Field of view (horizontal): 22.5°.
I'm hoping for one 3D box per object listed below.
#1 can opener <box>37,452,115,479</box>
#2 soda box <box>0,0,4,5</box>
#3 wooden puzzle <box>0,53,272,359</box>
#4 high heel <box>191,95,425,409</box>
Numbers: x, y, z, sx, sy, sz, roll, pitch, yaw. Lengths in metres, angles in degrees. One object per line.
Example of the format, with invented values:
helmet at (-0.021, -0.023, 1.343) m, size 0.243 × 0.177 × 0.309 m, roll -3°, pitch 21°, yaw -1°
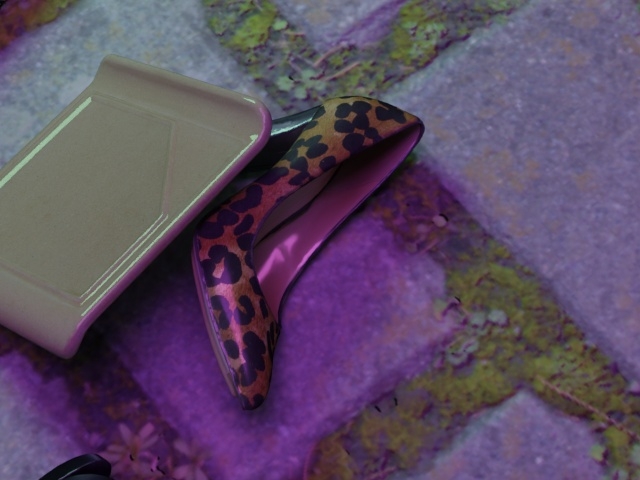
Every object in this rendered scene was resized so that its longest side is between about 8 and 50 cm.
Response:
can opener at (-0.213, 0.227, 1.137) m, size 0.186 × 0.073 × 0.059 m, roll -41°, pitch 107°, yaw -13°
soda box at (-0.315, -0.200, 1.348) m, size 0.058 × 0.063 × 0.183 m, roll 28°, pitch 68°, yaw 15°
wooden puzzle at (-0.171, -0.030, 1.227) m, size 0.221 × 0.044 × 0.239 m, roll 21°, pitch 65°, yaw 45°
high heel at (0.000, 0.000, 1.210) m, size 0.186 × 0.093 × 0.261 m, roll -11°, pitch 54°, yaw 4°
